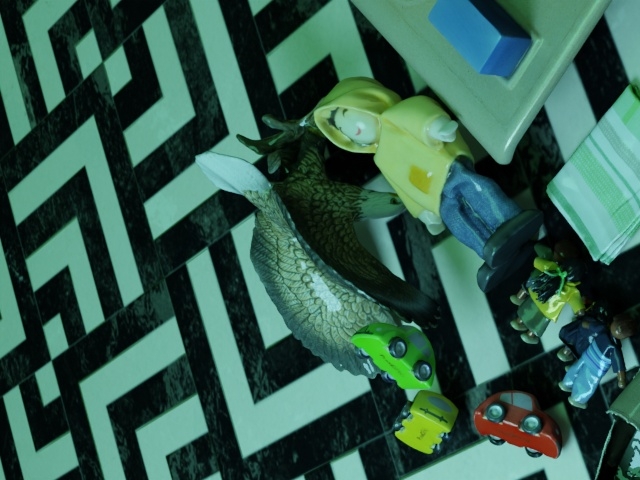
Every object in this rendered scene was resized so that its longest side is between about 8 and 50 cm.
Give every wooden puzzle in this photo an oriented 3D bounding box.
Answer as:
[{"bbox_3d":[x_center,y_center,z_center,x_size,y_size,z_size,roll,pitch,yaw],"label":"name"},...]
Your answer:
[{"bbox_3d":[0.155,-0.300,1.636,0.322,0.080,0.348,52,129,33],"label":"wooden puzzle"}]

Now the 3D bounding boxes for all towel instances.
[{"bbox_3d":[0.293,-0.065,1.646,0.113,0.023,0.152,57,131,29],"label":"towel"}]

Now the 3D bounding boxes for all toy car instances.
[{"bbox_3d":[0.123,0.150,1.755,0.239,0.225,0.053,-8,46,50],"label":"toy car"}]

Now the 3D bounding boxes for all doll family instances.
[{"bbox_3d":[0.258,0.076,1.666,0.193,0.076,0.111,52,125,27],"label":"doll family"}]

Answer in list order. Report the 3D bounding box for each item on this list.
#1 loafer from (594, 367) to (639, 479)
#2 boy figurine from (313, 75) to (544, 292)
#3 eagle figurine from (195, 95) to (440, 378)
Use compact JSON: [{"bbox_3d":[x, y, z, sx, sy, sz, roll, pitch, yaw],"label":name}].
[{"bbox_3d":[0.330,0.164,1.571,0.094,0.087,0.251,36,119,42],"label":"loafer"},{"bbox_3d":[0.110,-0.082,1.749,0.285,0.092,0.177,44,154,19],"label":"boy figurine"},{"bbox_3d":[0.011,-0.003,1.863,0.225,0.226,0.298,-20,72,28],"label":"eagle figurine"}]
